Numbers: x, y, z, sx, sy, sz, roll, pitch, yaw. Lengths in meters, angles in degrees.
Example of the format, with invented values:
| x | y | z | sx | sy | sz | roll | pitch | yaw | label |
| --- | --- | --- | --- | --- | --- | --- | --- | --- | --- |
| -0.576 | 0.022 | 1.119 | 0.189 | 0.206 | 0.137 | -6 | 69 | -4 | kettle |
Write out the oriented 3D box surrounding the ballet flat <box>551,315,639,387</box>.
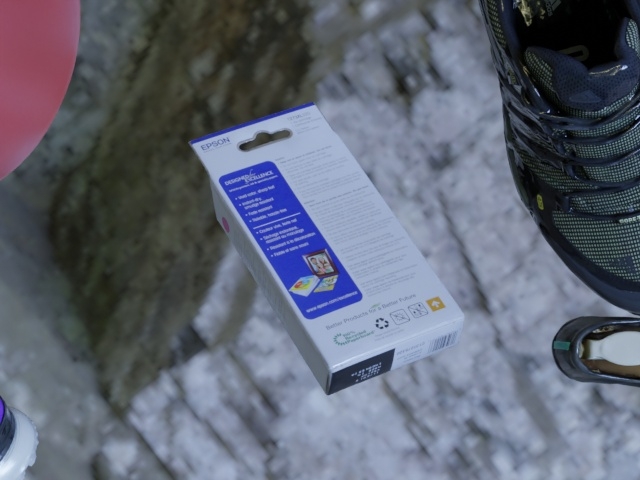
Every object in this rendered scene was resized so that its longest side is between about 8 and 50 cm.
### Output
| x | y | z | sx | sy | sz | roll | pitch | yaw | label |
| --- | --- | --- | --- | --- | --- | --- | --- | --- | --- |
| 0.391 | 0.126 | 1.743 | 0.096 | 0.280 | 0.095 | 79 | 10 | -85 | ballet flat |

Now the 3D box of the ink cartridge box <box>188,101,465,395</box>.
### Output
| x | y | z | sx | sy | sz | roll | pitch | yaw | label |
| --- | --- | --- | --- | --- | --- | --- | --- | --- | --- |
| 0.000 | 0.000 | 1.897 | 0.371 | 0.176 | 0.069 | 58 | -24 | 31 | ink cartridge box |

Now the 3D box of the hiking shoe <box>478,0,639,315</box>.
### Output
| x | y | z | sx | sy | sz | roll | pitch | yaw | label |
| --- | --- | --- | --- | --- | --- | --- | --- | --- | --- |
| 0.117 | -0.060 | 0.737 | 0.114 | 0.086 | 0.227 | -65 | 132 | -74 | hiking shoe |

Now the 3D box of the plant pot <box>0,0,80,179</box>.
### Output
| x | y | z | sx | sy | sz | roll | pitch | yaw | label |
| --- | --- | --- | --- | --- | --- | --- | --- | --- | --- |
| -0.357 | -0.172 | 1.192 | 0.275 | 0.275 | 0.243 | 53 | 21 | 24 | plant pot |

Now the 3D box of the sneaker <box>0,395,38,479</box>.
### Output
| x | y | z | sx | sy | sz | roll | pitch | yaw | label |
| --- | --- | --- | --- | --- | --- | --- | --- | --- | --- |
| -0.351 | 0.189 | 1.145 | 0.102 | 0.293 | 0.146 | 31 | -19 | 45 | sneaker |
